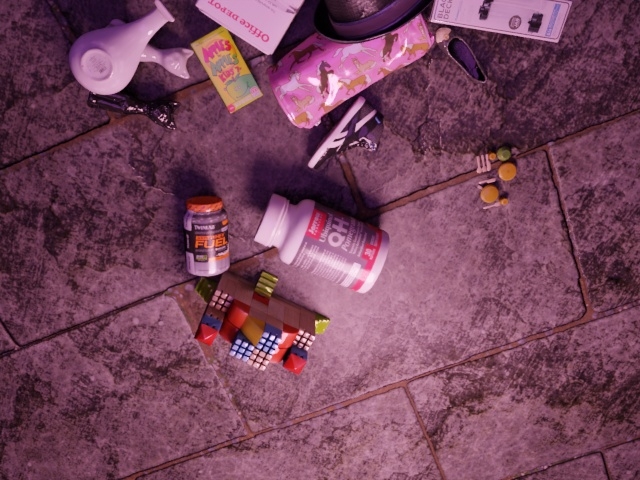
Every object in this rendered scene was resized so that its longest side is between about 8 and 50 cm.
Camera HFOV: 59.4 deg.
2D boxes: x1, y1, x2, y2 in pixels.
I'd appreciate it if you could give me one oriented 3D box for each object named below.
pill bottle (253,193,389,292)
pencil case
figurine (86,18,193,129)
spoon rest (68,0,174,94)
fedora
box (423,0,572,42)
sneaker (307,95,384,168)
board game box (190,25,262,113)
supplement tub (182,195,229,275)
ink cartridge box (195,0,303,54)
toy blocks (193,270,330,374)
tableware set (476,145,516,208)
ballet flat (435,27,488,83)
[{"bbox_3d":[0.000,0.000,1.433,0.318,0.176,0.176,22,108,-8],"label":"pill bottle"},{"bbox_3d":[0.068,-0.419,1.299,0.386,0.167,0.160,-31,67,9],"label":"pencil case"},{"bbox_3d":[-0.425,-0.392,1.347,0.209,0.092,0.215,16,108,-15],"label":"figurine"},{"bbox_3d":[-0.438,-0.434,1.252,0.276,0.084,0.137,-31,114,15],"label":"spoon rest"},{"bbox_3d":[0.107,-0.571,1.157,0.334,0.334,0.152,-32,141,10],"label":"fedora"},{"bbox_3d":[0.381,-0.525,1.253,0.290,0.169,0.087,8,122,-2],"label":"box"},{"bbox_3d":[0.075,-0.239,1.401,0.121,0.079,0.217,38,103,-11],"label":"sneaker"},{"bbox_3d":[-0.224,-0.408,1.349,0.092,0.043,0.181,-30,108,-3],"label":"board game box"},{"bbox_3d":[-0.297,-0.014,1.456,0.117,0.117,0.190,0,110,-1],"label":"supplement tub"},{"bbox_3d":[-0.124,-0.588,1.258,0.198,0.115,0.273,31,106,-10],"label":"ink cartridge box"},{"bbox_3d":[-0.160,0.225,1.466,0.381,0.261,0.191,27,107,-10],"label":"toy blocks"},{"bbox_3d":[0.460,-0.164,1.465,0.104,0.024,0.154,-14,108,1],"label":"tableware set"},{"bbox_3d":[0.344,-0.446,1.348,0.173,0.049,0.057,41,103,-13],"label":"ballet flat"}]
